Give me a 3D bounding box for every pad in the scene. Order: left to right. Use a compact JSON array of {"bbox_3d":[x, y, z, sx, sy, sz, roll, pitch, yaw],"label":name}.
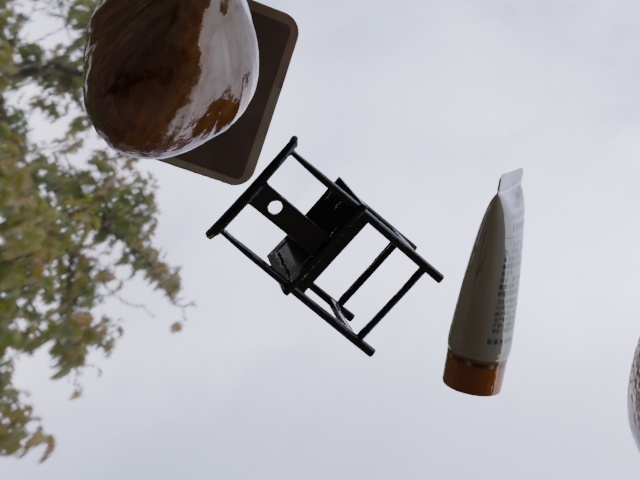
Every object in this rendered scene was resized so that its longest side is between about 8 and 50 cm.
[{"bbox_3d":[-0.145,-0.225,1.396,0.176,0.002,0.266,18,-93,-14],"label":"pad"}]

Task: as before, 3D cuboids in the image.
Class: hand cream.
[{"bbox_3d":[0.236,0.057,1.328,0.089,0.139,0.314,16,-78,21],"label":"hand cream"}]

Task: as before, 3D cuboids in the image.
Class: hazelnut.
[{"bbox_3d":[-0.142,-0.185,0.986,0.210,0.210,0.186,2,-33,32],"label":"hazelnut"}]

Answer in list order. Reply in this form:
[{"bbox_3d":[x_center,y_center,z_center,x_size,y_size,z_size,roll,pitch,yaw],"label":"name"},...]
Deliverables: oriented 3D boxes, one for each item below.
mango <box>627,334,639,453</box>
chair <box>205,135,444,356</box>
[{"bbox_3d":[0.224,0.037,0.500,0.102,0.141,0.217,33,-56,33],"label":"mango"},{"bbox_3d":[0.000,0.000,1.184,0.260,0.141,0.154,40,-84,-20],"label":"chair"}]
